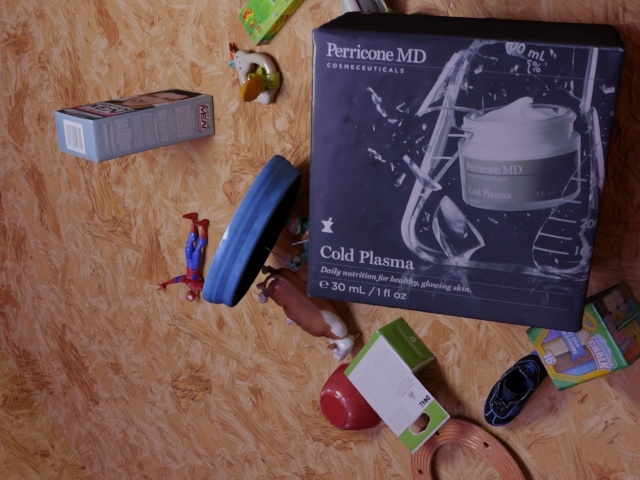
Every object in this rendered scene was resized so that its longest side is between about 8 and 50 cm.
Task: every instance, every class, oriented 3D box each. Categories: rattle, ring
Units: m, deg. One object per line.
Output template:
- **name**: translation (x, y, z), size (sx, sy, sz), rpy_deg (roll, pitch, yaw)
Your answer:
- **rattle**: translation (-0.207, -0.411, 2.038), size (0.199, 0.142, 0.130), rpy_deg (44, 151, 17)
- **ring**: translation (0.350, 0.568, 1.921), size (0.336, 0.032, 0.337), rpy_deg (20, 119, 41)

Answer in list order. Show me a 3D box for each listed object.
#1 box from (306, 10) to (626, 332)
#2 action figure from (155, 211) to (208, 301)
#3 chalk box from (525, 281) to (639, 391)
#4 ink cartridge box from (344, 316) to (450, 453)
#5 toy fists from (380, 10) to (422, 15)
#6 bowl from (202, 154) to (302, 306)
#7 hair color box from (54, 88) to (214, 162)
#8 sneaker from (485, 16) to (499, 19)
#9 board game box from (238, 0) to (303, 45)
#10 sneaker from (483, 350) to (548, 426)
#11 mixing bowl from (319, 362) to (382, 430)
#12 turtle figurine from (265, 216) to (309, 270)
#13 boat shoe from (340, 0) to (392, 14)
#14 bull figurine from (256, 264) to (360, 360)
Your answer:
- **box**: translation (0.240, -0.136, 1.434), size (0.479, 0.297, 0.472), rpy_deg (6, 111, 13)
- **action figure**: translation (-0.406, 0.069, 2.433), size (0.091, 0.139, 0.281), rpy_deg (29, 127, 37)
- **chalk box**: translation (0.518, 0.170, 1.517), size (0.213, 0.132, 0.132), rpy_deg (-35, 79, 48)
- **ink cartridge box**: translation (0.200, 0.343, 1.940), size (0.255, 0.097, 0.189), rpy_deg (49, 134, 19)
- **toy fists**: translation (0.168, -0.325, 1.658), size (0.096, 0.142, 0.279), rpy_deg (180, 73, -71)
- **bowl**: translation (-0.156, -0.015, 1.976), size (0.077, 0.391, 0.391), rpy_deg (28, 128, 3)
- **hair color box**: translation (-0.485, -0.312, 2.181), size (0.185, 0.374, 0.114), rpy_deg (18, 118, 41)
- **sneaker**: translation (0.286, -0.310, 1.573), size (0.087, 0.130, 0.228), rpy_deg (37, 127, 28)
- **board game box**: translation (-0.117, -0.554, 1.954), size (0.181, 0.043, 0.092), rpy_deg (-38, 77, 46)
- **sneaker**: translation (0.395, 0.322, 1.732), size (0.081, 0.090, 0.232), rpy_deg (45, 132, 24)
- **mixing bowl**: translation (0.063, 0.415, 2.107), size (0.181, 0.098, 0.182), rpy_deg (20, 120, 41)
- **turtle figurine**: translation (0.000, 0.000, 1.933), size (0.175, 0.234, 0.118), rpy_deg (125, 158, -57)
- **boat shoe**: translation (0.063, -0.573, 1.727), size (0.109, 0.091, 0.305), rpy_deg (122, 127, -84)
- **bull figurine**: translation (-0.037, 0.174, 2.056), size (0.188, 0.101, 0.310), rpy_deg (6, 141, 54)
